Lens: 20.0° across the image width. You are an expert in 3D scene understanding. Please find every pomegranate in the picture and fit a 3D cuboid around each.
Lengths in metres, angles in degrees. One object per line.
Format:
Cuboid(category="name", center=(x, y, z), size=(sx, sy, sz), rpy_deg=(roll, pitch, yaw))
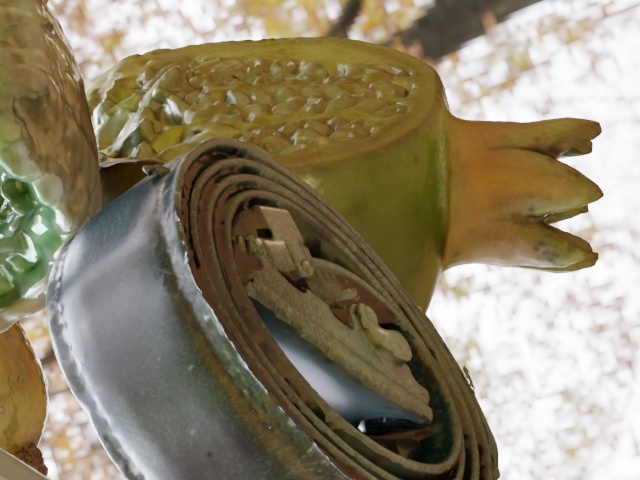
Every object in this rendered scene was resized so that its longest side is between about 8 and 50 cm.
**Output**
Cuboid(category="pomegranate", center=(0.000, 0.000, 1.168), size=(0.310, 0.358, 0.216), rpy_deg=(-80, -6, -71))

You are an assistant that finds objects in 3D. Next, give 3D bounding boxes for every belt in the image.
Cuboid(category="belt", center=(-0.016, 0.074, 0.894), size=(0.267, 0.116, 0.206), rpy_deg=(43, -154, -27))

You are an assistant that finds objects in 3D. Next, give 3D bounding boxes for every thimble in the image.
Cuboid(category="thimble", center=(-0.222, -0.047, 0.987), size=(0.219, 0.219, 0.150), rpy_deg=(39, -155, -48))

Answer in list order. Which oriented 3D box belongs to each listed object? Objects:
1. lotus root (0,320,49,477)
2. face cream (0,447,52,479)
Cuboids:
Cuboid(category="lotus root", center=(-0.334, 0.105, 1.550), size=(0.342, 0.169, 0.151), rpy_deg=(47, -172, 18))
Cuboid(category="face cream", center=(-0.259, 0.190, 1.282), size=(0.107, 0.269, 0.073), rpy_deg=(-58, -18, -15))
